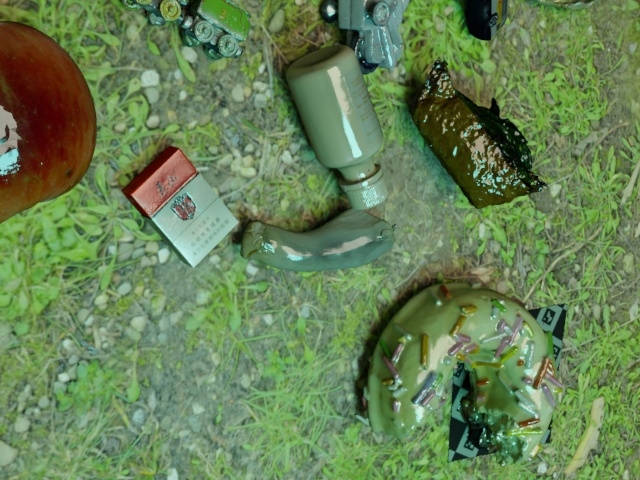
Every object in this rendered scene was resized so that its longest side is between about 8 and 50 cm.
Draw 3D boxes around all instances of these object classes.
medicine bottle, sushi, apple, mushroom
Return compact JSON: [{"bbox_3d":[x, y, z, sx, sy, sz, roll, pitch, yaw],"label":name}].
[{"bbox_3d":[0.037,-0.170,1.487,0.114,0.114,0.252,-33,115,-24],"label":"medicine bottle"},{"bbox_3d":[0.382,0.283,1.843,0.292,0.059,0.294,-4,102,-33],"label":"sushi"},{"bbox_3d":[-0.403,-0.134,1.179,0.293,0.163,0.251,-29,113,-23],"label":"apple"},{"bbox_3d":[0.001,0.002,1.515,0.278,0.099,0.096,-8,99,-29],"label":"mushroom"},{"bbox_3d":[0.258,-0.174,1.620,0.140,0.149,0.287,-36,96,10],"label":"sushi"}]

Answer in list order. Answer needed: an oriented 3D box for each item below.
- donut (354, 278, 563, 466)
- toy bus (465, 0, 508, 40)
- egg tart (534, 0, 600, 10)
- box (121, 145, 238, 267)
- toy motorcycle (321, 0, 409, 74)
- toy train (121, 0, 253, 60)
[{"bbox_3d":[0.266,0.229,1.674,0.371,0.150,0.307,19,84,-24],"label":"donut"},{"bbox_3d":[0.279,-0.416,1.589,0.072,0.057,0.172,-45,150,-20],"label":"toy bus"},{"bbox_3d":[0.473,-0.583,1.646,0.388,0.169,0.388,-15,118,-30],"label":"egg tart"},{"bbox_3d":[-0.203,-0.049,1.397,0.100,0.048,0.152,-47,123,-18],"label":"box"},{"bbox_3d":[0.097,-0.396,1.491,0.171,0.110,0.260,-21,117,-41],"label":"toy motorcycle"},{"bbox_3d":[-0.188,-0.326,1.343,0.202,0.060,0.081,27,78,-34],"label":"toy train"}]
